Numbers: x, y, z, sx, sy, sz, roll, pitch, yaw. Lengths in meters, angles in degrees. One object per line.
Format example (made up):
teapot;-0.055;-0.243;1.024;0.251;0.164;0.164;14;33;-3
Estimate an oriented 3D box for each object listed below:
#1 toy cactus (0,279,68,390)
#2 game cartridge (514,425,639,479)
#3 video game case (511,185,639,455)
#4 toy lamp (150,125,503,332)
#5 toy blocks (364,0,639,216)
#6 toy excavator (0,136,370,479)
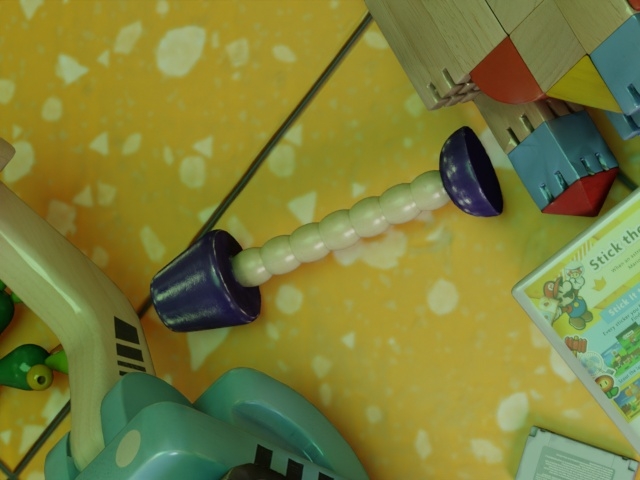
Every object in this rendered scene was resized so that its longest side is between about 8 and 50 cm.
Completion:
toy cactus;-0.272;0.080;1.591;0.219;0.112;0.180;25;105;14
game cartridge;0.183;0.172;1.434;0.083;0.017;0.056;18;89;23
video game case;0.282;0.045;1.378;0.227;0.026;0.206;-40;85;15
toy lamp;0.000;0.000;1.492;0.275;0.080;0.080;-21;78;18
toy blocks;0.178;-0.182;1.334;0.381;0.191;0.261;-44;70;44
toy excavator;-0.123;0.148;1.427;0.222;0.433;0.445;-48;33;22
